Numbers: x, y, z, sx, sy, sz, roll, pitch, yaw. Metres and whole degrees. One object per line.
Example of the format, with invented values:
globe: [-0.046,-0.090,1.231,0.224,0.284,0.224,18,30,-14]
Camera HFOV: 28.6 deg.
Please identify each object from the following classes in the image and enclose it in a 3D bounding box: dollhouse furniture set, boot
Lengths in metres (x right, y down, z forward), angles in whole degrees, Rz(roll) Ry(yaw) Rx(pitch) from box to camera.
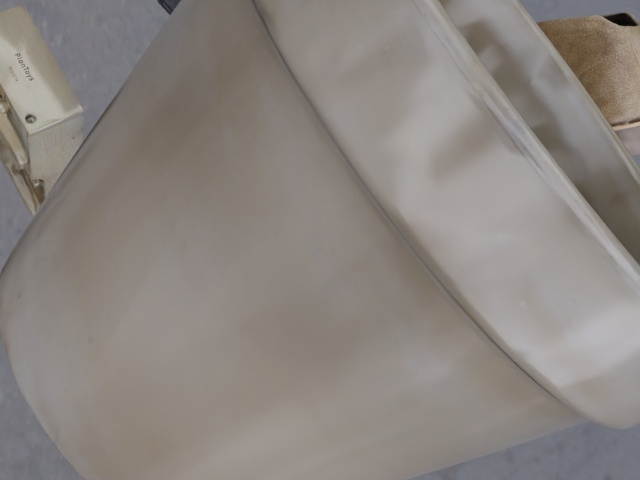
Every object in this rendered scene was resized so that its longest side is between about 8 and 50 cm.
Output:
dollhouse furniture set: [-0.306,-0.051,0.925,0.242,0.161,0.212,-26,75,-20]
boot: [0.156,-0.111,1.029,0.112,0.305,0.115,-16,95,-36]

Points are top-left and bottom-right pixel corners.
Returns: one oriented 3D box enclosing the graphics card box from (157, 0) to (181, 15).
graphics card box: [-0.029,-0.295,0.997,0.094,0.233,0.370,-18,139,-31]

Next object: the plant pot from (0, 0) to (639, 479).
plant pot: [0.000,0.000,0.632,0.280,0.323,0.323,-36,111,17]
